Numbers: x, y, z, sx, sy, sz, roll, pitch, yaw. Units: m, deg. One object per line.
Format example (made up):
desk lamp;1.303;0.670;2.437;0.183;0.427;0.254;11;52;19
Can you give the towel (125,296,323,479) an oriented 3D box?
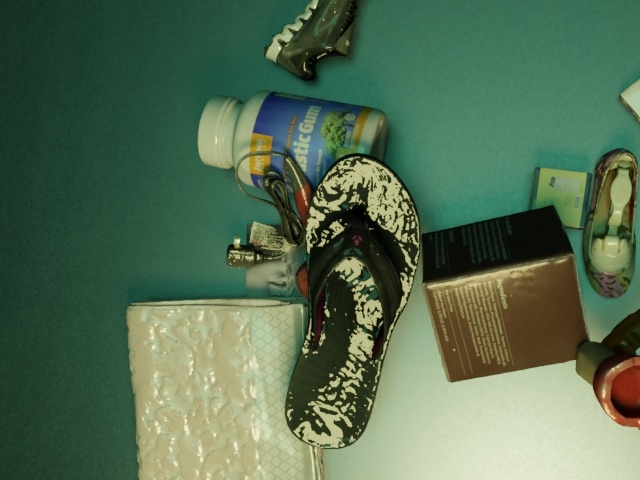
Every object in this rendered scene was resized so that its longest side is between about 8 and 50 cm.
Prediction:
towel;-0.155;0.257;1.390;0.316;0.053;0.332;-3;91;13

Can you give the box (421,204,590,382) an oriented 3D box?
box;0.257;0.074;1.226;0.203;0.168;0.167;-12;113;12

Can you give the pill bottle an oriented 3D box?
pill bottle;-0.044;-0.148;1.338;0.271;0.152;0.152;11;91;12

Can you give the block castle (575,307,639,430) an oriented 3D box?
block castle;0.574;0.129;1.055;0.453;0.213;0.303;-42;96;2

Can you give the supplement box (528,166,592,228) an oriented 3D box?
supplement box;0.354;-0.062;1.291;0.083;0.056;0.083;8;90;13

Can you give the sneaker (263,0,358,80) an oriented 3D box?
sneaker;0.022;-0.347;1.370;0.106;0.078;0.234;45;102;8

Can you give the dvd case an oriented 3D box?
dvd case;-0.041;0.084;1.398;0.164;0.018;0.221;0;89;13

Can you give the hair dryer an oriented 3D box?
hair dryer;0.000;0.000;1.293;0.293;0.080;0.224;14;131;-2

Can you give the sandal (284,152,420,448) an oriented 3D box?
sandal;0.047;0.102;1.236;0.167;0.107;0.446;7;104;-1

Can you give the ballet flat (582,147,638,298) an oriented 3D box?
ballet flat;0.426;-0.026;1.262;0.076;0.079;0.222;5;90;12

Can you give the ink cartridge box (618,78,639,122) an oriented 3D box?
ink cartridge box;0.501;-0.189;1.276;0.063;0.029;0.115;-38;82;9
